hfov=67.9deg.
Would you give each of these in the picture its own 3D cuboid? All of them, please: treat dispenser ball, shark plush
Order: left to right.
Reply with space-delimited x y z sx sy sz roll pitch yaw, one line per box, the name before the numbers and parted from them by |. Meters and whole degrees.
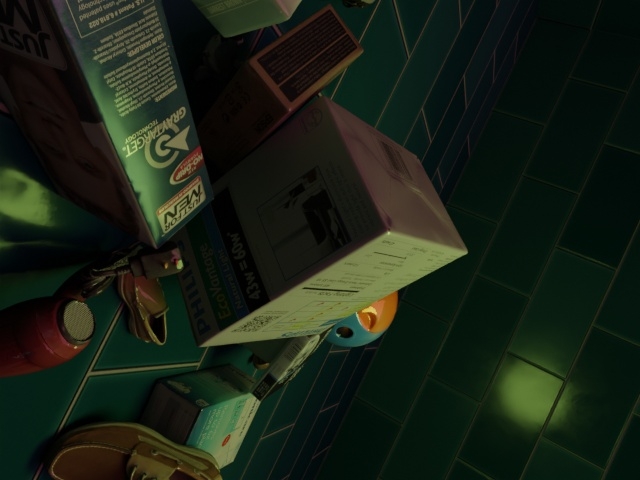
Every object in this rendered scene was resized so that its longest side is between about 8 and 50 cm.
shark plush | -0.125 -0.264 0.672 0.161 0.067 0.073 -20 -138 64
treat dispenser ball | 0.083 0.167 1.402 0.288 0.288 0.288 -49 154 -35

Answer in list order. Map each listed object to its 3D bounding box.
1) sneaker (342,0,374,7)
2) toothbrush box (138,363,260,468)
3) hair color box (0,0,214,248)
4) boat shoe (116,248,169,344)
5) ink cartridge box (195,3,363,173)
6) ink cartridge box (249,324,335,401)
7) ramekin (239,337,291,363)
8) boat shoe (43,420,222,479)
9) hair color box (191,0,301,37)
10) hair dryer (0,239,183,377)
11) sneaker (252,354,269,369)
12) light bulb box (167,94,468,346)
sneaker | 0.065 -0.490 0.907 0.271 0.100 0.108 -45 156 -41
toothbrush box | -0.273 0.418 1.075 0.216 0.126 0.295 -65 160 1
hair color box | -0.233 -0.164 0.467 0.105 0.174 0.347 -51 154 -33
boat shoe | -0.280 0.099 0.783 0.068 0.072 0.190 -44 150 -41
ink cartridge box | -0.072 -0.222 0.724 0.193 0.088 0.235 -48 -166 -32
ink cartridge box | -0.049 0.266 1.126 0.206 0.045 0.208 -54 165 20
ramekin | -0.077 0.184 1.172 0.273 0.127 0.273 -44 164 -16
boat shoe | -0.304 0.408 0.827 0.324 0.116 0.123 28 89 -32
hair color box | -0.126 -0.373 0.361 0.374 0.114 0.185 43 69 -41
hair dryer | -0.311 0.087 0.587 0.294 0.224 0.080 -29 104 -26
sneaker | -0.127 0.326 1.389 0.192 0.064 0.086 -45 146 -47
light bulb box | 0.000 0.000 0.818 0.361 0.225 0.358 -32 158 25
